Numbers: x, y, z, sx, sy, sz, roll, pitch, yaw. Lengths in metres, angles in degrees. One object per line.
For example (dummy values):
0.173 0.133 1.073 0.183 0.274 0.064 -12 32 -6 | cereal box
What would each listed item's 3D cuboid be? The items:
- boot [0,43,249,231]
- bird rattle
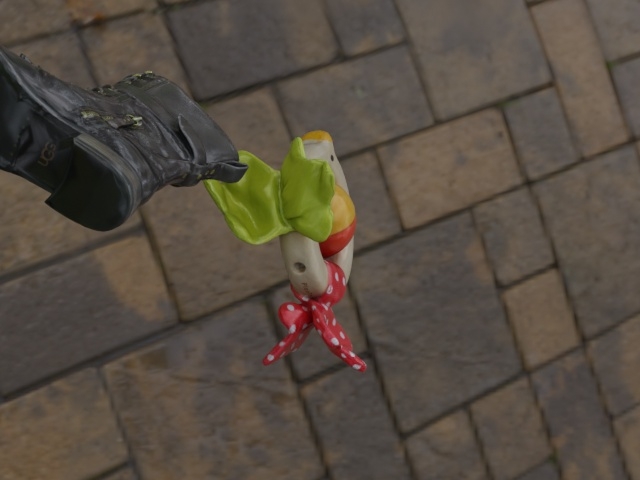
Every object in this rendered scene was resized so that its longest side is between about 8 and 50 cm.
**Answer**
-0.207 -0.115 1.284 0.263 0.091 0.229 42 27 4 | boot
0.000 0.000 1.465 0.253 0.143 0.207 65 28 -27 | bird rattle
